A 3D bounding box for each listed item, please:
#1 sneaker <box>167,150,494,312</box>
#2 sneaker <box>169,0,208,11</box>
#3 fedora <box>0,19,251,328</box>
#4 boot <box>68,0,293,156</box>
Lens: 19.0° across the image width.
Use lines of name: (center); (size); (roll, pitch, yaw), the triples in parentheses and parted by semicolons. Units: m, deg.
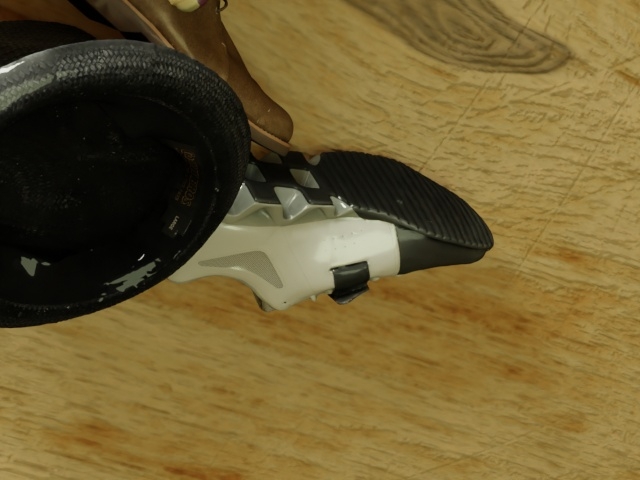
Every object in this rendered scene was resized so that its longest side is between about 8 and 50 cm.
sneaker: (0.000, 0.000, 1.780); (0.330, 0.122, 0.146); (8, 123, -26)
sneaker: (-0.078, -0.262, 1.557); (0.084, 0.069, 0.185); (26, 62, -40)
fedora: (-0.222, -0.077, 1.552); (0.334, 0.152, 0.334); (-23, 145, -17)
boot: (-0.105, -0.185, 1.623); (0.115, 0.112, 0.305); (-52, 127, -8)
